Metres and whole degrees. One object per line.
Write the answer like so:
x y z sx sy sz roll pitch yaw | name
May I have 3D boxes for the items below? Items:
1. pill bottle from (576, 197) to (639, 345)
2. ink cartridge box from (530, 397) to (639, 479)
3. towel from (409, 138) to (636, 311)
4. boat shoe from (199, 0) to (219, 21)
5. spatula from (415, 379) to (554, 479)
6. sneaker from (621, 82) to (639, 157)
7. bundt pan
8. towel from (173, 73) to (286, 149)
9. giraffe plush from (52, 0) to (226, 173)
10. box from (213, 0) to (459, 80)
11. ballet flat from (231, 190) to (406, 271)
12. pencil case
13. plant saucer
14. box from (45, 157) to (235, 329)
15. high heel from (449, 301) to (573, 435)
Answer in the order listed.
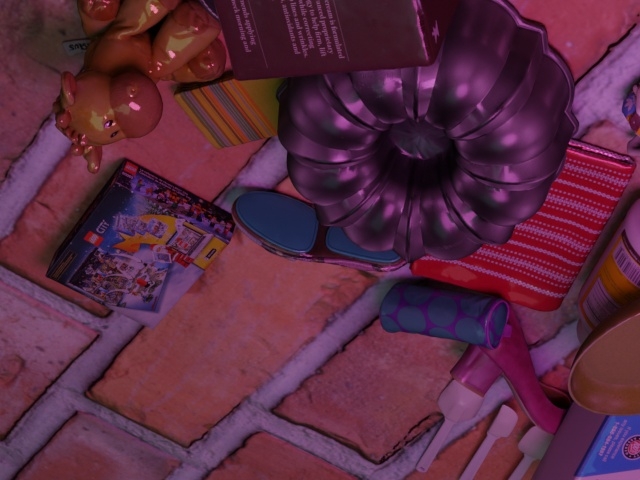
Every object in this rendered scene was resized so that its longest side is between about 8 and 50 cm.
0.366 0.051 1.892 0.117 0.117 0.215 18 140 -3 | pill bottle
0.448 0.297 2.061 0.308 0.129 0.223 18 115 -10 | ink cartridge box
0.225 -0.025 1.919 0.199 0.031 0.275 17 139 -2 | towel
-0.127 -0.318 1.654 0.103 0.092 0.285 1 137 17 | boat shoe
0.220 0.279 2.262 0.168 0.019 0.242 23 144 0 | spatula
0.352 -0.148 1.711 0.084 0.069 0.185 0 136 10 | sneaker
0.104 -0.105 1.758 0.331 0.124 0.330 6 130 8 | bundt pan
-0.041 -0.161 1.863 0.237 0.021 0.102 -12 138 27 | towel
-0.218 -0.175 1.785 0.210 0.170 0.181 -20 128 34 | giraffe plush
0.012 -0.268 1.589 0.203 0.167 0.168 -2 123 19 | box
0.000 0.000 1.996 0.222 0.076 0.079 13 159 3 | ballet flat
0.151 0.091 2.018 0.152 0.064 0.070 9 160 29 | pencil case
0.386 0.116 1.853 0.241 0.037 0.241 -10 145 -7 | plant saucer
-0.227 0.009 2.090 0.159 0.044 0.233 29 138 -15 | box
0.280 0.166 2.104 0.244 0.082 0.117 29 103 -27 | high heel
